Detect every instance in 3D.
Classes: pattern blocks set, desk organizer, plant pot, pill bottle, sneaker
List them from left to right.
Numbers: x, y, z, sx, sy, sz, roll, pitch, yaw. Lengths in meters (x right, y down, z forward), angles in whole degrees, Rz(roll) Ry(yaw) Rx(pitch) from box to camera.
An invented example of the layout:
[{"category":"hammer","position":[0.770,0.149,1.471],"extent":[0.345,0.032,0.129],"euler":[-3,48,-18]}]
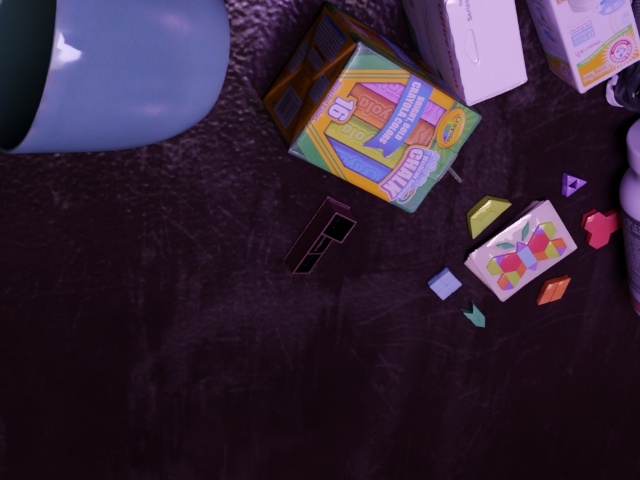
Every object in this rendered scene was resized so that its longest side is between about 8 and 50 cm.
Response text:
[{"category":"plant pot","position":[-0.251,-0.240,1.045],"extent":[0.235,0.293,0.293],"euler":[2,121,-35]},{"category":"desk organizer","position":[0.000,0.000,1.403],"extent":[0.047,0.050,0.130],"euler":[25,111,-28]},{"category":"pattern blocks set","position":[0.360,0.020,1.543],"extent":[0.285,0.026,0.325],"euler":[32,108,-30]},{"category":"sneaker","position":[0.515,-0.301,1.342],"extent":[0.078,0.106,0.234],"euler":[-3,122,-16]},{"category":"pill bottle","position":[0.622,-0.032,1.479],"extent":[0.210,0.210,0.363],"euler":[-22,125,-3]}]

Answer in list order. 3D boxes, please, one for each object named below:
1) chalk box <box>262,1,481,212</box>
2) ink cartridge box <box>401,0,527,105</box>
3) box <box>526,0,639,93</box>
[{"category":"chalk box","position":[0.096,-0.175,1.249],"extent":[0.289,0.180,0.179],"euler":[23,112,-29]},{"category":"ink cartridge box","position":[0.183,-0.302,1.170],"extent":[0.092,0.219,0.160],"euler":[-22,125,-3]},{"category":"box","position":[0.380,-0.339,1.278],"extent":[0.114,0.103,0.203],"euler":[-29,125,2]}]
